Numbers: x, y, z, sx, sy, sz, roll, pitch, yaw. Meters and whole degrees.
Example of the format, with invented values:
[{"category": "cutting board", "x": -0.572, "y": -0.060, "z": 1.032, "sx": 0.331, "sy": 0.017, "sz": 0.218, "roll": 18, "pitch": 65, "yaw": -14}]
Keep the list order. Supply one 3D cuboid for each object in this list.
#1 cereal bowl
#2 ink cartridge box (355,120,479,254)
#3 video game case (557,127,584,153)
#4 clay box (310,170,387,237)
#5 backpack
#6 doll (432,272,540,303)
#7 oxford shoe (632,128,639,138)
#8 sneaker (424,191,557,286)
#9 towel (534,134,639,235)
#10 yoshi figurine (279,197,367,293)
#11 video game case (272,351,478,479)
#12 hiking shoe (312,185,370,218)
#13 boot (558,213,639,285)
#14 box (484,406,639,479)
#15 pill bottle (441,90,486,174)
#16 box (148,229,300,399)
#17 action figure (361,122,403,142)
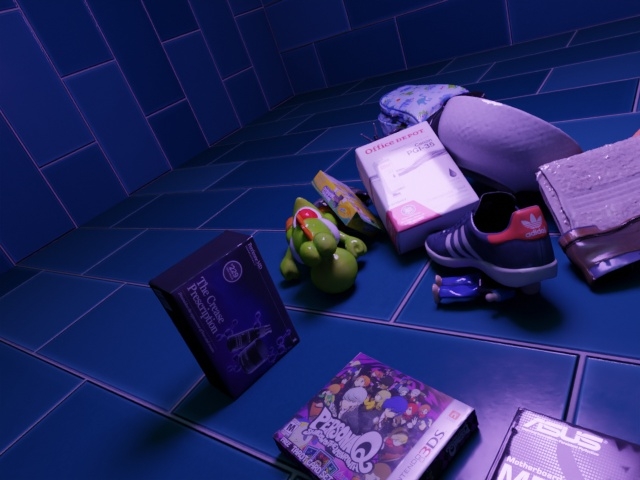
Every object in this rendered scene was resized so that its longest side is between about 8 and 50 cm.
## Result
[{"category": "cereal bowl", "x": 0.432, "y": -0.208, "z": 1.101, "sx": 0.141, "sy": 0.338, "sz": 0.339, "roll": -65, "pitch": 29, "yaw": 8}, {"category": "ink cartridge box", "x": 0.229, "y": -0.135, "z": 1.129, "sx": 0.207, "sy": 0.117, "sz": 0.283, "roll": -22, "pitch": 57, "yaw": 0}, {"category": "video game case", "x": 0.562, "y": -0.243, "z": 1.145, "sx": 0.193, "sy": 0.212, "sz": 0.023, "roll": 37, "pitch": 103, "yaw": 54}, {"category": "clay box", "x": 0.077, "y": -0.089, "z": 1.214, "sx": 0.053, "sy": 0.127, "sz": 0.222, "roll": -50, "pitch": 50, "yaw": 17}, {"category": "backpack", "x": 0.362, "y": -0.425, "z": 1.606, "sx": 0.290, "sy": 0.273, "sz": 0.355, "roll": -35, "pitch": 16, "yaw": -12}, {"category": "doll", "x": 0.315, "y": 0.083, "z": 0.867, "sx": 0.188, "sy": 0.046, "sz": 0.129, "roll": -6, "pitch": 23, "yaw": 28}, {"category": "oxford shoe", "x": 0.770, "y": -0.191, "z": 0.971, "sx": 0.363, "sy": 0.130, "sz": 0.133, "roll": -33, "pitch": 43, "yaw": -9}, {"category": "sneaker", "x": 0.314, "y": -0.022, "z": 0.889, "sx": 0.131, "sy": 0.148, "sz": 0.350, "roll": -15, "pitch": 11, "yaw": -16}, {"category": "towel", "x": 0.595, "y": -0.107, "z": 0.903, "sx": 0.282, "sy": 0.049, "sz": 0.187, "roll": -19, "pitch": 68, "yaw": 6}, {"category": "yoshi figurine", "x": 0.004, "y": 0.027, "z": 1.123, "sx": 0.202, "sy": 0.204, "sz": 0.362, "roll": 19, "pitch": 11, "yaw": -7}, {"category": "video game case", "x": 0.075, "y": 0.282, "z": 0.674, "sx": 0.210, "sy": 0.042, "sz": 0.232, "roll": -35, "pitch": 29, "yaw": -29}, {"category": "hiking shoe", "x": 0.062, "y": -0.100, "z": 1.352, "sx": 0.227, "sy": 0.086, "sz": 0.114, "roll": -38, "pitch": 28, "yaw": -32}, {"category": "boot", "x": 0.557, "y": 0.020, "z": 0.810, "sx": 0.219, "sy": 0.082, "sz": 0.106, "roll": -12, "pitch": 49, "yaw": 9}, {"category": "box", "x": 0.297, "y": 0.305, "z": 0.448, "sx": 0.270, "sy": 0.060, "sz": 0.216, "roll": 7, "pitch": 38, "yaw": 44}, {"category": "pill bottle", "x": 0.433, "y": -0.307, "z": 1.320, "sx": 0.122, "sy": 0.219, "sz": 0.123, "roll": -17, "pitch": 27, "yaw": 9}, {"category": "box", "x": -0.174, "y": 0.140, "z": 0.877, "sx": 0.103, "sy": 0.261, "sz": 0.184, "roll": 10, "pitch": 40, "yaw": 46}, {"category": "action figure", "x": 0.226, "y": -0.215, "z": 1.323, "sx": 0.164, "sy": 0.141, "sz": 0.276, "roll": -36, "pitch": 64, "yaw": -4}]
